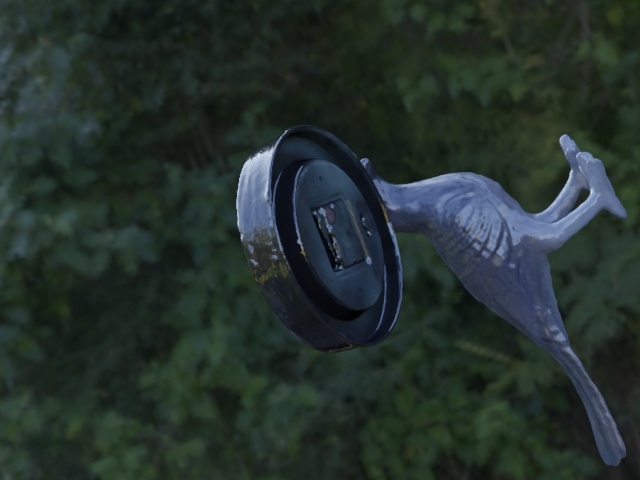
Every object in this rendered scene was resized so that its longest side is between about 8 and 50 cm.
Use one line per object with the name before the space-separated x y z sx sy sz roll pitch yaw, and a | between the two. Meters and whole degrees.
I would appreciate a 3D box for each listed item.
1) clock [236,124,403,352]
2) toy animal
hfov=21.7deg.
clock | 0.000 0.000 1.319 0.040 0.184 0.184 -20 4 30
toy animal | 0.179 0.006 1.466 0.206 0.367 0.081 -50 0 2
